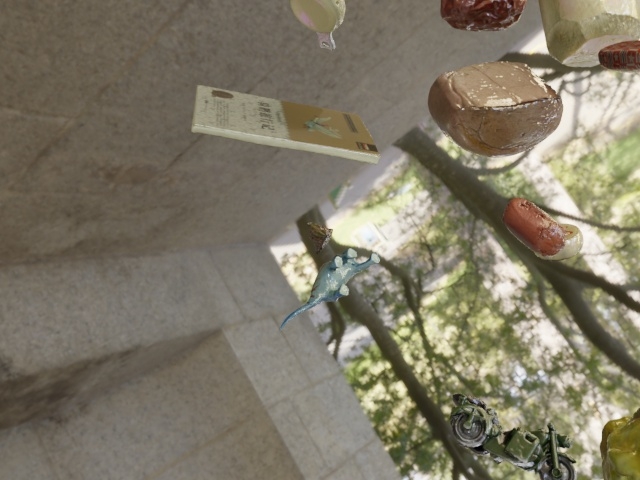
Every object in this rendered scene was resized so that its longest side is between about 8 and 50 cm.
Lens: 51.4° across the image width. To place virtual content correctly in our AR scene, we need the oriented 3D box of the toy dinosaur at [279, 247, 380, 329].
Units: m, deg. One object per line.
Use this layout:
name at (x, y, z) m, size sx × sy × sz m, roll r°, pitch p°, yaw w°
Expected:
toy dinosaur at (0.035, 0.072, 1.424) m, size 0.144 × 0.076 × 0.329 m, roll -33°, pitch -169°, yaw 40°

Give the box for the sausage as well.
sausage at (0.390, -0.024, 1.218) m, size 0.076 × 0.141 × 0.076 m, roll -18°, pitch 132°, yaw -21°

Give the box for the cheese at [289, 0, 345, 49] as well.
cheese at (-0.001, -0.532, 1.584) m, size 0.064 × 0.137 × 0.227 m, roll -62°, pitch 160°, yaw -18°

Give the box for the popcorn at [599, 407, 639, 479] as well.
popcorn at (0.707, 0.504, 1.303) m, size 0.292 × 0.293 × 0.334 m, roll -61°, pitch -166°, yaw -20°

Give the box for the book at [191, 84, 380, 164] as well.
book at (-0.064, -0.205, 1.158) m, size 0.310 × 0.217 × 0.021 m, roll 8°, pitch 117°, yaw -12°

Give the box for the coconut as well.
coconut at (0.661, -0.575, 1.635) m, size 0.238 × 0.245 × 0.239 m, roll -6°, pitch 170°, yaw -1°

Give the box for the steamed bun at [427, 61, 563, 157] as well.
steamed bun at (0.426, -0.307, 1.660) m, size 0.301 × 0.252 × 0.199 m, roll -10°, pitch 133°, yaw -13°

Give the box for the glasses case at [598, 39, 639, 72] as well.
glasses case at (0.562, -0.327, 1.192) m, size 0.073 × 0.049 × 0.194 m, roll -17°, pitch -164°, yaw 3°

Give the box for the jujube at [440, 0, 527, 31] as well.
jujube at (0.484, -0.710, 1.986) m, size 0.250 × 0.174 × 0.174 m, roll 6°, pitch 169°, yaw 8°

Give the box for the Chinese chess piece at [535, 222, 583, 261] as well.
Chinese chess piece at (0.585, 0.002, 1.642) m, size 0.122 × 0.051 × 0.122 m, roll -16°, pitch -158°, yaw 7°

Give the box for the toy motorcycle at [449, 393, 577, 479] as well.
toy motorcycle at (0.392, 0.407, 1.371) m, size 0.127 × 0.275 × 0.205 m, roll -64°, pitch 149°, yaw -14°

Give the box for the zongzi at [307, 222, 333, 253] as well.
zongzi at (0.000, 0.000, 1.658) m, size 0.083 × 0.067 × 0.074 m, roll 15°, pitch 102°, yaw -61°
